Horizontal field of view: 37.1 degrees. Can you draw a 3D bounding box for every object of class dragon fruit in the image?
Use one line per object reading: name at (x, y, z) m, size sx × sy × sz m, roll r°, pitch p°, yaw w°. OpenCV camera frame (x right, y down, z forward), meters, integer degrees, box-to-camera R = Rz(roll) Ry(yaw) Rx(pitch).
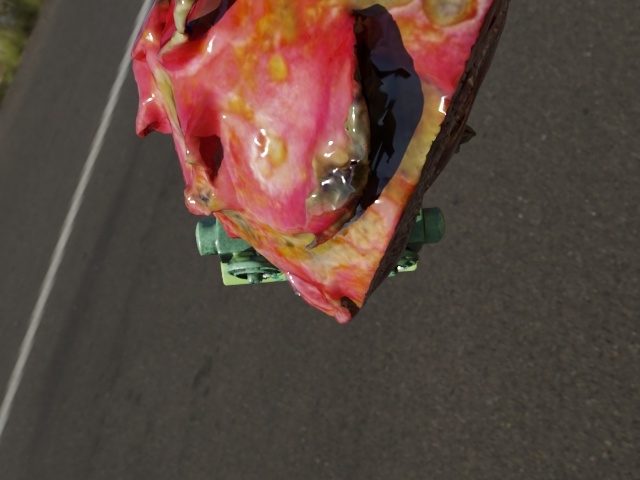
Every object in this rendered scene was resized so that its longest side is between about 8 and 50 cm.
dragon fruit at (0.015, -0.153, 0.649) m, size 0.371 × 0.249 × 0.386 m, roll 95°, pitch -161°, yaw -81°

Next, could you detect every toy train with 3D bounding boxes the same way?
toy train at (0.000, 0.000, 1.008) m, size 0.157 × 0.253 × 0.105 m, roll 95°, pitch 170°, yaw -77°

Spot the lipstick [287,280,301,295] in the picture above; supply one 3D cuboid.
lipstick at (-0.065, -0.002, 1.234) m, size 0.027 × 0.027 × 0.176 m, roll -47°, pitch 68°, yaw 37°
